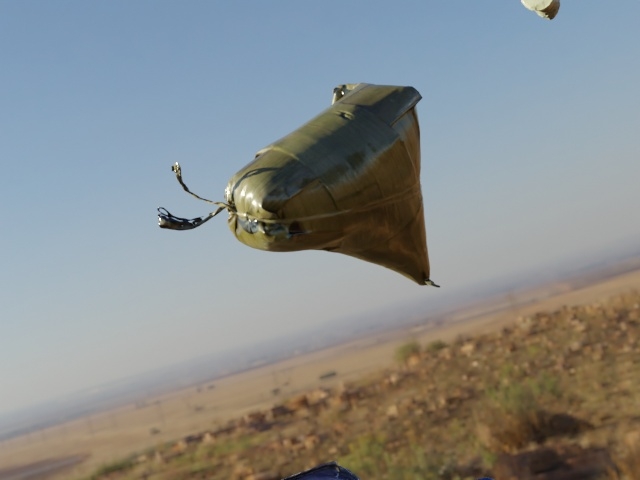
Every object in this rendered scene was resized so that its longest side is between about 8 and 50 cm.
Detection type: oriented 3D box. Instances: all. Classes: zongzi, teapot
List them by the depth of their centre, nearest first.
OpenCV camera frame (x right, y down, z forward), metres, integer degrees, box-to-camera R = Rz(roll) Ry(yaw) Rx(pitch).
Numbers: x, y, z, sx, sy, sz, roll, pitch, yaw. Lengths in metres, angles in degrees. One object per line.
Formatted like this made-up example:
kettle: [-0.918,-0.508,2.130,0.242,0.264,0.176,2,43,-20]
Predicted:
zongzi: [0.000,0.000,1.718,0.447,0.418,0.181,-35,34,-31]
teapot: [0.360,-0.394,1.805,0.057,0.067,0.083,-11,-11,22]

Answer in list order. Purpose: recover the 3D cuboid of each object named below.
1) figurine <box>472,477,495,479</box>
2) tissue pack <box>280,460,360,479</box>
figurine: [0.237,0.399,1.317,0.164,0.262,0.120,4,-48,-28]
tissue pack: [-0.087,0.419,1.303,0.344,0.242,0.125,-11,26,-39]
